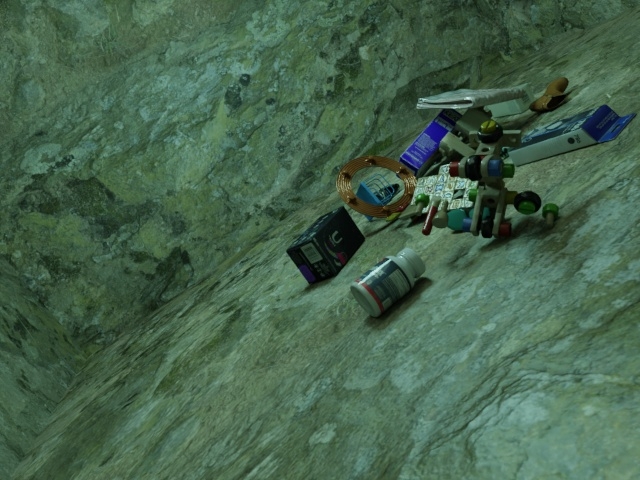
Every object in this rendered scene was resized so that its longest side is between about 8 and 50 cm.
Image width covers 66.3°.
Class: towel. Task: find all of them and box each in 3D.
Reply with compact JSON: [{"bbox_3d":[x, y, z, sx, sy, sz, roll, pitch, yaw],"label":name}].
[{"bbox_3d":[0.629,-0.603,2.070,0.332,0.053,0.317,-20,24,-31],"label":"towel"}]

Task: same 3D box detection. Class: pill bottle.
[{"bbox_3d":[0.176,0.102,1.252,0.180,0.108,0.108,-37,12,-15],"label":"pill bottle"}]

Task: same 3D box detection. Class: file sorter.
[{"bbox_3d":[0.227,-0.185,2.079,0.105,0.118,0.170,-34,-14,-20],"label":"file sorter"}]

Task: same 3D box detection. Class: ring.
[{"bbox_3d":[0.233,-0.229,1.978,0.337,0.337,0.032,-40,-24,-27],"label":"ring"}]

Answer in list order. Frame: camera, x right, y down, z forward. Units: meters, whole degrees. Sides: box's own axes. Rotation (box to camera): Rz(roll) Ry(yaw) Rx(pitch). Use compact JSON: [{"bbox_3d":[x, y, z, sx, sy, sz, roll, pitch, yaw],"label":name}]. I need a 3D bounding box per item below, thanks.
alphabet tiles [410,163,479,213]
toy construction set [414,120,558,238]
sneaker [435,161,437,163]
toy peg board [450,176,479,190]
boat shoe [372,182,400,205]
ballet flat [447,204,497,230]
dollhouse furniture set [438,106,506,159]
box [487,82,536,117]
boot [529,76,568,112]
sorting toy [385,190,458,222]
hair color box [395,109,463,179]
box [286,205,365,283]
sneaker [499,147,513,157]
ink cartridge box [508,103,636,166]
[{"bbox_3d":[0.418,-0.179,1.643,0.237,0.009,0.198,-5,55,43],"label":"alphabet tiles"},{"bbox_3d":[0.393,-0.152,1.231,0.309,0.257,0.237,-22,34,47],"label":"toy construction set"},{"bbox_3d":[0.581,-0.430,2.375,0.229,0.086,0.132,-40,14,20],"label":"sneaker"},{"bbox_3d":[0.546,-0.231,1.714,0.161,0.079,0.161,-30,-3,17],"label":"toy peg board"},{"bbox_3d":[0.282,-0.205,2.249,0.219,0.077,0.070,-39,12,-33],"label":"boat shoe"},{"bbox_3d":[0.432,-0.069,1.372,0.074,0.074,0.203,-39,7,-23],"label":"ballet flat"},{"bbox_3d":[0.656,-0.406,2.158,0.303,0.174,0.355,-48,-15,-10],"label":"dollhouse furniture set"},{"bbox_3d":[0.907,-0.667,2.350,0.094,0.113,0.275,-33,13,-1],"label":"box"},{"bbox_3d":[0.972,-0.599,2.018,0.197,0.073,0.152,-45,10,7],"label":"boot"},{"bbox_3d":[0.360,-0.112,1.750,0.275,0.046,0.132,-21,18,44],"label":"sorting toy"},{"bbox_3d":[0.486,-0.416,2.177,0.338,0.110,0.185,-49,-14,-13],"label":"hair color box"},{"bbox_3d":[0.025,0.014,1.847,0.143,0.165,0.270,-24,16,40],"label":"box"},{"bbox_3d":[0.677,-0.329,1.810,0.098,0.038,0.069,-27,8,-15],"label":"sneaker"},{"bbox_3d":[0.765,-0.330,1.515,0.165,0.065,0.333,-39,14,-28],"label":"ink cartridge box"}]
